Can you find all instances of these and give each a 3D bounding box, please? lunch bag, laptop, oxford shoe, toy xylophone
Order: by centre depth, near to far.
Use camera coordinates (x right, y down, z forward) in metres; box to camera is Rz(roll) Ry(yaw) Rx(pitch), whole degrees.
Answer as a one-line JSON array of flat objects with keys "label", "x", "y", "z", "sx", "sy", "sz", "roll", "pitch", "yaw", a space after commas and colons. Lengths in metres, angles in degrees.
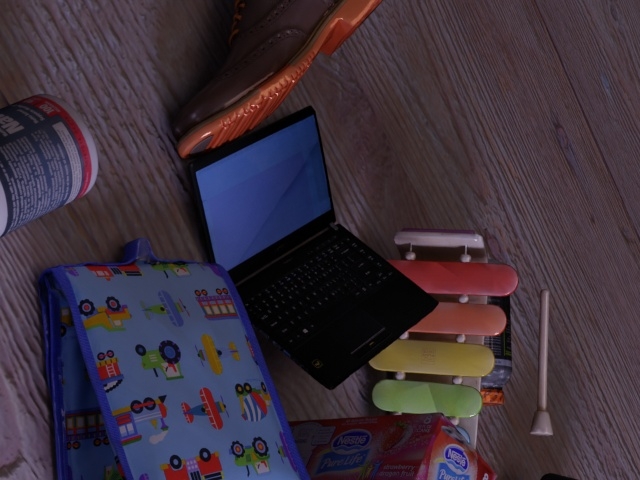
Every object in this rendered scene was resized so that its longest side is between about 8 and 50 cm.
[{"label": "lunch bag", "x": -0.159, "y": 0.137, "z": 1.199, "sx": 0.221, "sy": 0.138, "sz": 0.293, "roll": -2, "pitch": 75, "yaw": -46}, {"label": "laptop", "x": 0.000, "y": 0.000, "z": 1.375, "sx": 0.264, "sy": 0.136, "sz": 0.234, "roll": 39, "pitch": 41, "yaw": 18}, {"label": "oxford shoe", "x": -0.066, "y": -0.233, "z": 1.379, "sx": 0.133, "sy": 0.130, "sz": 0.364, "roll": 44, "pitch": 59, "yaw": -4}, {"label": "toy xylophone", "x": 0.170, "y": 0.142, "z": 1.491, "sx": 0.081, "sy": 0.236, "sz": 0.323, "roll": 36, "pitch": 50, "yaw": -70}]

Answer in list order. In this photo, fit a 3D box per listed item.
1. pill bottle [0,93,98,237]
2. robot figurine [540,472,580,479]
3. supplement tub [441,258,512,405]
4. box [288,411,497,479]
[{"label": "pill bottle", "x": -0.300, "y": -0.057, "z": 1.078, "sx": 0.180, "sy": 0.108, "sz": 0.108, "roll": -35, "pitch": 108, "yaw": -46}, {"label": "robot figurine", "x": 0.315, "y": 0.461, "z": 1.620, "sx": 0.209, "sy": 0.173, "sz": 0.278, "roll": 40, "pitch": 54, "yaw": -26}, {"label": "supplement tub", "x": 0.197, "y": 0.124, "z": 1.593, "sx": 0.117, "sy": 0.117, "sz": 0.190, "roll": 13, "pitch": 72, "yaw": -46}, {"label": "box", "x": 0.043, "y": 0.275, "z": 1.283, "sx": 0.122, "sy": 0.257, "sz": 0.128, "roll": 48, "pitch": 50, "yaw": -29}]
